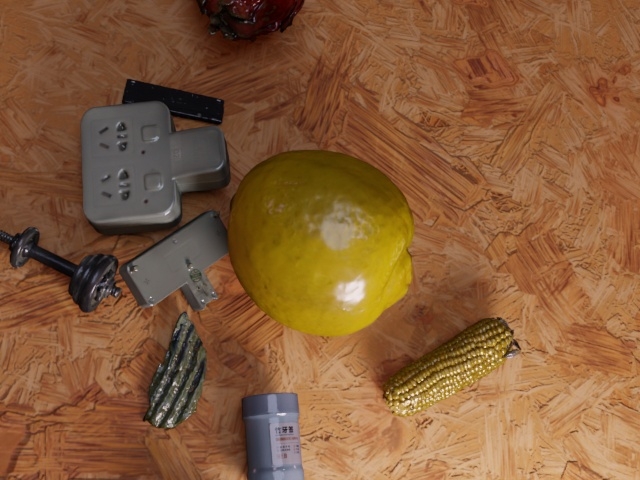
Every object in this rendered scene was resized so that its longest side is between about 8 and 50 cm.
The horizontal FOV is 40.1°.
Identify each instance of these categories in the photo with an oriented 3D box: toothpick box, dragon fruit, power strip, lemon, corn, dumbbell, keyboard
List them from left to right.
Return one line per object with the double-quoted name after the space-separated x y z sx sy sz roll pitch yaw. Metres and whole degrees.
-0.463 0.036 1.520 0.255 0.110 0.110 26 68 1 "dumbbell"
-0.298 -0.132 1.619 0.261 0.141 0.229 -7 73 -2 "power strip"
-0.286 -0.269 1.710 0.196 0.018 0.060 11 63 -11 "keyboard"
-0.237 0.054 1.571 0.216 0.061 0.145 -38 106 -35 "power strip"
-0.138 -0.514 1.707 0.245 0.244 0.298 12 52 -11 "dragon fruit"
-0.082 0.346 1.517 0.101 0.101 0.153 -2 74 -15 "toothpick box"
0.000 0.000 1.534 0.348 0.348 0.347 4 71 -13 "lemon"
0.241 0.242 1.640 0.293 0.106 0.106 -29 82 -17 "corn"

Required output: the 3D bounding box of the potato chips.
-0.245 0.234 1.551 0.092 0.028 0.207 21 70 -9 "potato chips"
